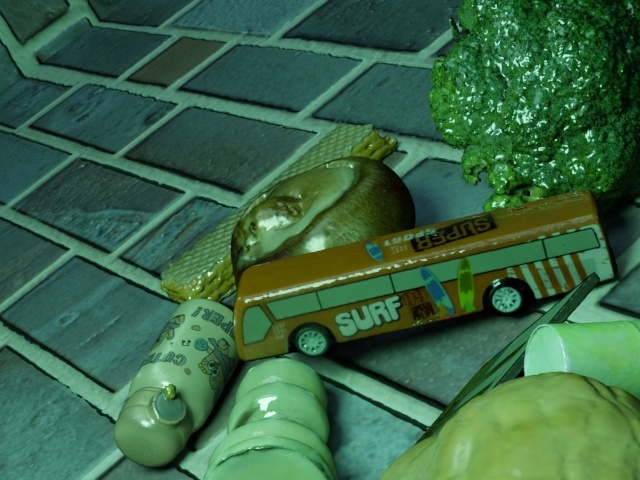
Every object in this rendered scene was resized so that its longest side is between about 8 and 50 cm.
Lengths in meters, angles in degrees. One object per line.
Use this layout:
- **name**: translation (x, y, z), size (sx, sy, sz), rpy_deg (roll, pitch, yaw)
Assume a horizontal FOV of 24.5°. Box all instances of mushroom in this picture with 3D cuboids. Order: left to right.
- **mushroom**: translation (0.000, 0.000, 1.730), size (0.253, 0.153, 0.253), rpy_deg (-27, 24, 13)

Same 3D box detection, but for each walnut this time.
- **walnut**: translation (0.147, 0.246, 0.973), size (0.252, 0.277, 0.313), rpy_deg (-7, 40, 2)

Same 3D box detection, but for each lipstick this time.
- **lipstick**: translation (0.307, 0.095, 1.135), size (0.304, 0.076, 0.076), rpy_deg (0, 18, -18)

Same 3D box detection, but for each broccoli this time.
- **broccoli**: translation (0.250, -0.159, 1.661), size (0.321, 0.304, 0.283), rpy_deg (-41, -4, -26)

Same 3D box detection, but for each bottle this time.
- **bottle**: translation (-0.159, 0.162, 1.666), size (0.110, 0.097, 0.209), rpy_deg (-53, 6, 42)

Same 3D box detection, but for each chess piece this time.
- **chess piece**: translation (-0.042, 0.201, 1.463), size (0.133, 0.133, 0.243), rpy_deg (-25, 19, 13)

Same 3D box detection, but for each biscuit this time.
- **biscuit**: translation (-0.053, -0.039, 1.977), size (0.378, 0.054, 0.094), rpy_deg (-41, 27, -20)

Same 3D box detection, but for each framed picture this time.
- **framed picture**: translation (0.113, 0.158, 1.265), size (0.244, 0.013, 0.324), rpy_deg (-46, -6, -21)

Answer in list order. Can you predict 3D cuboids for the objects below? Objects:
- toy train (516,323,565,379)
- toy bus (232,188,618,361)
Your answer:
- **toy train**: translation (0.241, 0.161, 1.249), size (0.248, 0.101, 0.159), rpy_deg (2, 49, 48)
- **toy bus**: translation (0.102, 0.041, 1.549), size (0.408, 0.092, 0.093), rpy_deg (-13, 24, 10)
